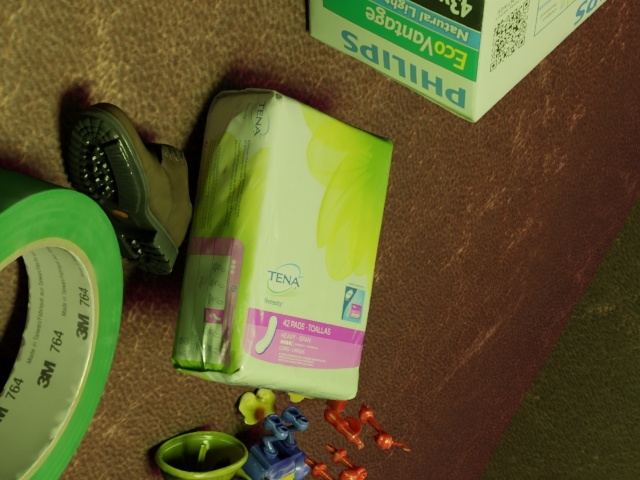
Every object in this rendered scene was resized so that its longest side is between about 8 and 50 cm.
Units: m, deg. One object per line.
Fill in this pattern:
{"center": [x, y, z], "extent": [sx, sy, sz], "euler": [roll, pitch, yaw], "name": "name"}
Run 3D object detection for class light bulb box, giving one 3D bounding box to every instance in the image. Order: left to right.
{"center": [0.177, -0.382, 1.258], "extent": [0.358, 0.225, 0.361], "euler": [-42, 151, -30], "name": "light bulb box"}

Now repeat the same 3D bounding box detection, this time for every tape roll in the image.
{"center": [-0.283, 0.102, 1.062], "extent": [0.321, 0.077, 0.321], "euler": [-53, 153, -43], "name": "tape roll"}

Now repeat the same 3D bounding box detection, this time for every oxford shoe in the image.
{"center": [-0.174, -0.066, 1.178], "extent": [0.227, 0.083, 0.096], "euler": [78, 35, -59], "name": "oxford shoe"}

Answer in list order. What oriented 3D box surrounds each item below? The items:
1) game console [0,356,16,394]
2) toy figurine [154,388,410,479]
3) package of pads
{"center": [-0.319, 0.174, 1.243], "extent": [0.107, 0.071, 0.122], "euler": [-32, 158, 16], "name": "game console"}
{"center": [-0.076, 0.342, 1.665], "extent": [0.362, 0.191, 0.217], "euler": [-17, 138, -52], "name": "toy figurine"}
{"center": [-0.038, 0.008, 1.316], "extent": [0.229, 0.101, 0.296], "euler": [18, 78, -53], "name": "package of pads"}
